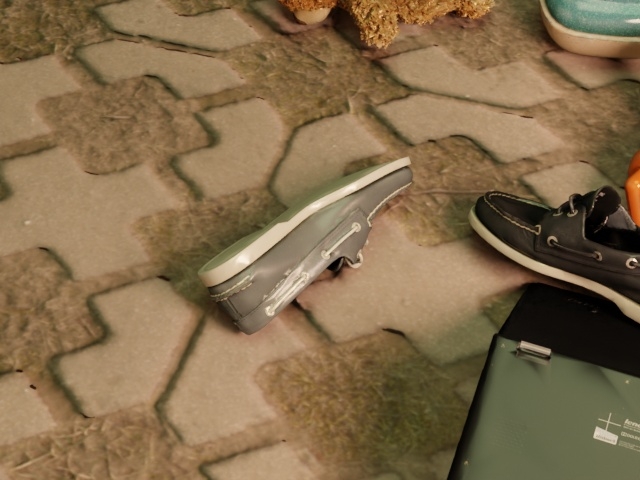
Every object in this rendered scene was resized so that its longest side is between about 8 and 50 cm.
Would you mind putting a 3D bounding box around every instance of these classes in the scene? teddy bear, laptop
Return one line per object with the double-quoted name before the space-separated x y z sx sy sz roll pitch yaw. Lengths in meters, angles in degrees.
"teddy bear" 0.085 -0.369 1.656 0.337 0.113 0.245 -18 58 -22
"laptop" 0.340 0.232 1.130 0.381 0.236 0.408 16 70 16

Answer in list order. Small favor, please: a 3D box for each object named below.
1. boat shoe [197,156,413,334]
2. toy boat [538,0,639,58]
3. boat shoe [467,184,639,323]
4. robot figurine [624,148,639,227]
"boat shoe" 0.000 0.000 1.363 0.319 0.116 0.099 -33 99 -31
"toy boat" 0.445 -0.297 1.538 0.267 0.148 0.318 -5 50 -2
"boat shoe" 0.318 -0.003 1.279 0.127 0.113 0.340 -11 33 -42
"robot figurine" 0.461 -0.091 1.378 0.219 0.158 0.128 -35 86 -24
